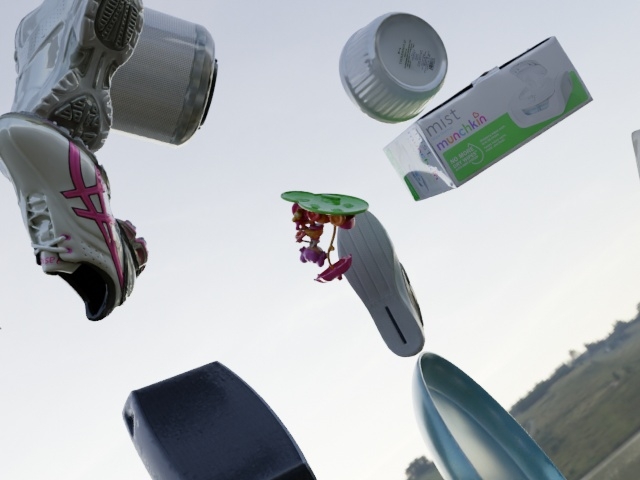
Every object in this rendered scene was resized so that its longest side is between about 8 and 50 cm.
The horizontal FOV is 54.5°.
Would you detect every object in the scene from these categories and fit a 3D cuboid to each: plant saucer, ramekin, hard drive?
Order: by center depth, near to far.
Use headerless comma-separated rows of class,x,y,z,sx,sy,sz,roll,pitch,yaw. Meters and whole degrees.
plant saucer,0.200,0.252,0.654,0.044,0.317,0.318,-45,-30,12
hard drive,-0.133,0.248,0.783,0.172,0.255,0.054,-15,-59,-33
ramekin,0.150,-0.342,1.209,0.207,0.207,0.109,-24,-1,-27

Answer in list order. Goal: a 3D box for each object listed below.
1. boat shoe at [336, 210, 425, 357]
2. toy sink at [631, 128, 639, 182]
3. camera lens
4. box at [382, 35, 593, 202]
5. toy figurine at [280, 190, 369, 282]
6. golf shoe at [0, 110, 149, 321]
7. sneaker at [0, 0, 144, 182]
boat shoe,0.128,0.089,1.336,0.121,0.335,0.119,-21,0,12
toy sink,0.449,-0.067,0.606,0.131,0.152,0.234,-11,-1,-12
camera lens,-0.326,-0.286,1.050,0.274,0.219,0.219,12,-53,-23
box,0.261,-0.191,1.028,0.262,0.126,0.231,-32,2,-8
toy figurine,0.000,0.000,1.160,0.130,0.173,0.159,-30,-52,-58
golf shoe,-0.206,-0.016,0.508,0.068,0.086,0.186,-12,-53,18
sneaker,-0.266,-0.163,0.626,0.090,0.115,0.232,37,-106,-62
